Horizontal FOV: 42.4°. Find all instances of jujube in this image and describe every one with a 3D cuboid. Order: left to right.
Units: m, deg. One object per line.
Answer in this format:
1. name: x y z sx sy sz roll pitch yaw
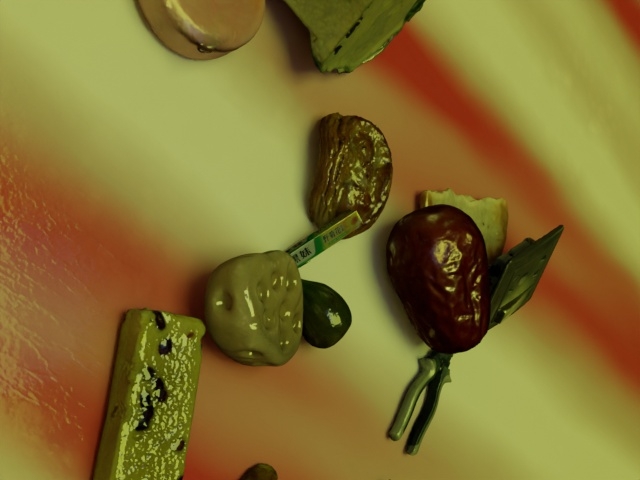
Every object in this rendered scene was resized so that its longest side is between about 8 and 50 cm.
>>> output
1. jujube: 0.262 0.081 1.777 0.223 0.223 0.318 -28 106 -40

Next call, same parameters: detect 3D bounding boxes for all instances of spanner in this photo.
1. spanner: 0.241 0.316 1.832 0.095 0.040 0.325 47 58 -27

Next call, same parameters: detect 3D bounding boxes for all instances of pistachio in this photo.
1. pistachio: -0.124 0.474 1.480 0.173 0.049 0.089 -40 111 -37

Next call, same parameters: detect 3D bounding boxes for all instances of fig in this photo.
1. fig: -0.014 0.122 1.597 0.117 0.117 0.177 -28 81 -40

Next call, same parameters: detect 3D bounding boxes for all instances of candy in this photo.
1. candy: -0.216 -0.447 1.500 0.255 0.094 0.255 7 79 -41

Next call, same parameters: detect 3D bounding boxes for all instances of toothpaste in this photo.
1. toothpaste: 0.000 0.000 1.611 0.178 0.043 0.037 -33 109 -11

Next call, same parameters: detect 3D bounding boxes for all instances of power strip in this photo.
1. power strip: 0.457 0.086 1.982 0.257 0.092 0.251 -27 139 -40

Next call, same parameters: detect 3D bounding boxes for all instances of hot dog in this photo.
1. hot dog: 0.062 -0.135 1.689 0.175 0.114 0.259 17 72 -38

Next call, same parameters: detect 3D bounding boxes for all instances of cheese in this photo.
1. cheese: -0.112 0.116 1.476 0.218 0.117 0.235 -65 145 -43

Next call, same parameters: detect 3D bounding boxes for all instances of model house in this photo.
1. model house: 0.038 -0.522 1.681 0.266 0.261 0.321 49 33 5

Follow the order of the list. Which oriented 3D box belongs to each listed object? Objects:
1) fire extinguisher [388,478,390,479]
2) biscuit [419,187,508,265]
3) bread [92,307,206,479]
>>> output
1. fire extinguisher: 0.155 0.562 1.723 0.056 0.039 0.132 -40 110 -28
2. biscuit: 0.345 -0.018 1.971 0.309 0.040 0.204 3 81 -41
3. bread: -0.279 0.289 1.351 0.138 0.077 0.361 19 71 -39
